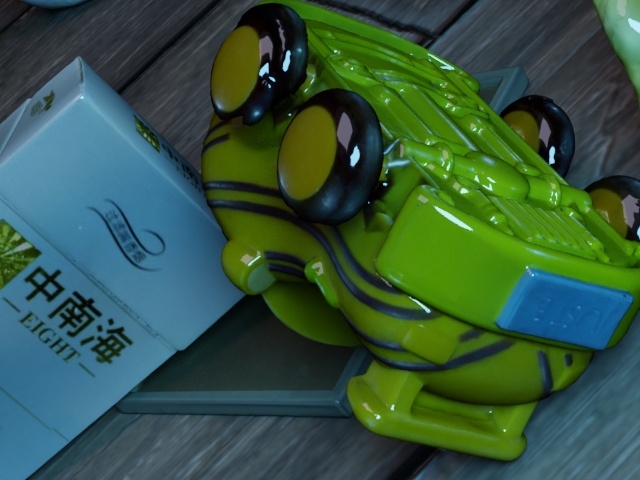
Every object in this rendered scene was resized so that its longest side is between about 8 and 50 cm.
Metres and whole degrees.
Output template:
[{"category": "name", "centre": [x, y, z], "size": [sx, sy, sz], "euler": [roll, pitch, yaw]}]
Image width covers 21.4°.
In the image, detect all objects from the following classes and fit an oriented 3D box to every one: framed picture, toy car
[{"category": "framed picture", "centre": [0.000, 0.000, 0.973], "size": [0.184, 0.016, 0.250], "euler": [-6, 43, 43]}, {"category": "toy car", "centre": [0.037, -0.006, 0.798], "size": [0.142, 0.200, 0.248], "euler": [-61, 35, 19]}]

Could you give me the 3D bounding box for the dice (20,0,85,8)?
[{"category": "dice", "centre": [-0.220, -0.332, 1.467], "size": [0.194, 0.193, 0.192], "euler": [-26, 34, 23]}]

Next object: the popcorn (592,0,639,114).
[{"category": "popcorn", "centre": [0.252, -0.211, 0.791], "size": [0.334, 0.293, 0.292], "euler": [-87, 11, -55]}]

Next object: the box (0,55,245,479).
[{"category": "box", "centre": [-0.169, 0.033, 0.946], "size": [0.243, 0.155, 0.067], "euler": [-41, 27, 11]}]
